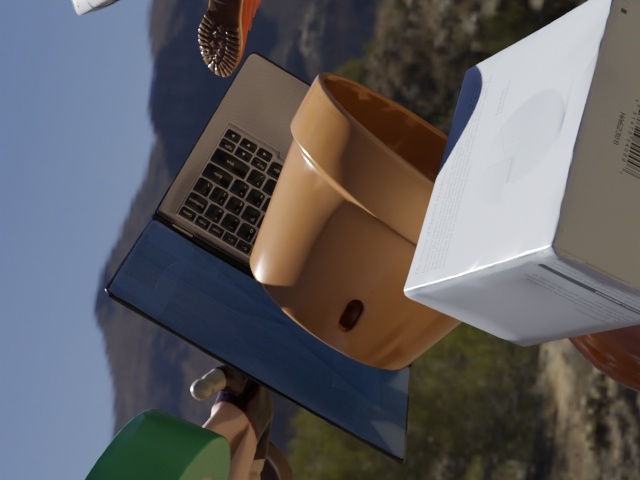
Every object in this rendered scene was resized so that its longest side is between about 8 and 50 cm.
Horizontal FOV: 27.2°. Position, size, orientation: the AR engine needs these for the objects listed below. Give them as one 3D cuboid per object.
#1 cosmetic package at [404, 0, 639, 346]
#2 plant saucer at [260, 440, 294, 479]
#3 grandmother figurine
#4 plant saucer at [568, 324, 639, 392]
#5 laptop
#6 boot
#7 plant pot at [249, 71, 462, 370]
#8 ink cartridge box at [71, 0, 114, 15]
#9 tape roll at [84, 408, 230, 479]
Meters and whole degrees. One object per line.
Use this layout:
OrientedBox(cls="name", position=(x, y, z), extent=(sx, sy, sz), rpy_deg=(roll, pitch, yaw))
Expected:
OrientedBox(cls="cosmetic package", position=(0.201, -0.049, 1.077), extent=(0.224, 0.138, 0.224), rpy_deg=(-21, 48, 62))
OrientedBox(cls="plant saucer", position=(-0.128, 0.404, 2.192), extent=(0.029, 0.168, 0.168), rpy_deg=(-24, -57, -76))
OrientedBox(cls="grandmother figurine", position=(-0.109, 0.247, 1.747), extent=(0.342, 0.104, 0.208), rpy_deg=(-63, -26, -43))
OrientedBox(cls="plant saucer", position=(0.303, 0.053, 1.227), extent=(0.037, 0.200, 0.200), rpy_deg=(-35, -33, -38))
OrientedBox(cls="laptop", position=(0.000, 0.000, 1.595), extent=(0.408, 0.382, 0.236), rpy_deg=(-61, 6, -15))
OrientedBox(cls="boot", position=(-0.092, -0.265, 1.521), extent=(0.084, 0.059, 0.158), rpy_deg=(-37, -33, -48))
OrientedBox(cls="plant pot", position=(0.065, -0.005, 1.346), extent=(0.203, 0.291, 0.291), rpy_deg=(-56, 8, 15))
OrientedBox(cls="ink cartridge box", position=(-0.319, -0.391, 1.916), extent=(0.135, 0.056, 0.099), rpy_deg=(-6, 105, 58))
OrientedBox(cls="tape roll", position=(-0.184, 0.320, 1.246), extent=(0.321, 0.077, 0.321), rpy_deg=(21, -90, -80))
